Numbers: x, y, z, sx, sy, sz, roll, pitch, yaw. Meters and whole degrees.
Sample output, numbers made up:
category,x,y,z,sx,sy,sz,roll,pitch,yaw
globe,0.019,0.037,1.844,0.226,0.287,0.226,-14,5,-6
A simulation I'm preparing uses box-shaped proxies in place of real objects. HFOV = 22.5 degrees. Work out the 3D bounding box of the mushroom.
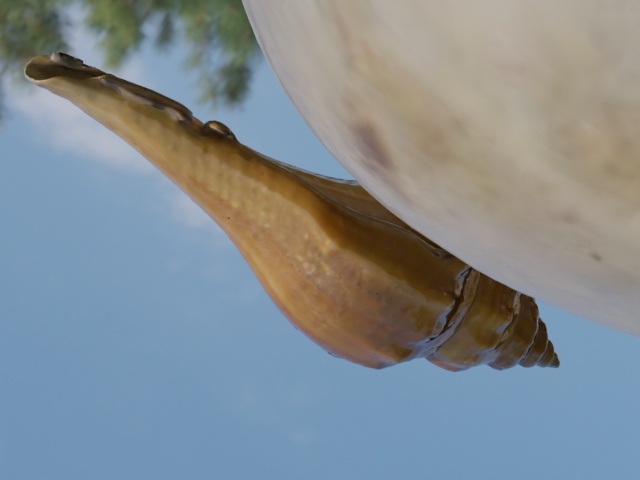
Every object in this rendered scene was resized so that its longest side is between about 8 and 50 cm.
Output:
category,x,y,z,sx,sy,sz,roll,pitch,yaw
mushroom,0.123,-0.122,0.444,0.297,0.297,0.290,37,-143,-2

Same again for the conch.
category,x,y,z,sx,sy,sz,roll,pitch,yaw
conch,-0.003,0.004,0.777,0.330,0.093,0.109,22,-156,-29
